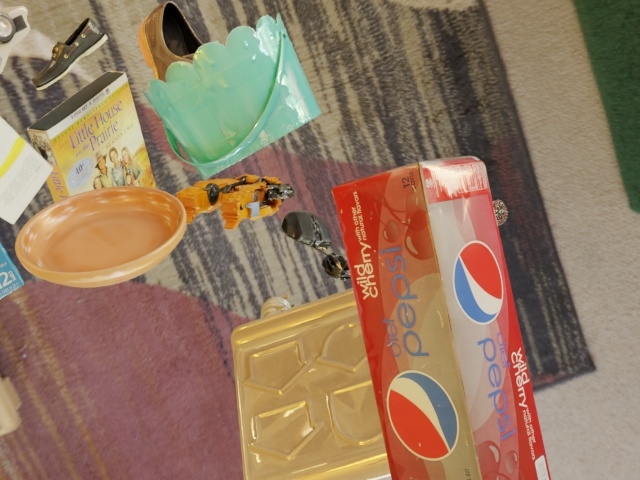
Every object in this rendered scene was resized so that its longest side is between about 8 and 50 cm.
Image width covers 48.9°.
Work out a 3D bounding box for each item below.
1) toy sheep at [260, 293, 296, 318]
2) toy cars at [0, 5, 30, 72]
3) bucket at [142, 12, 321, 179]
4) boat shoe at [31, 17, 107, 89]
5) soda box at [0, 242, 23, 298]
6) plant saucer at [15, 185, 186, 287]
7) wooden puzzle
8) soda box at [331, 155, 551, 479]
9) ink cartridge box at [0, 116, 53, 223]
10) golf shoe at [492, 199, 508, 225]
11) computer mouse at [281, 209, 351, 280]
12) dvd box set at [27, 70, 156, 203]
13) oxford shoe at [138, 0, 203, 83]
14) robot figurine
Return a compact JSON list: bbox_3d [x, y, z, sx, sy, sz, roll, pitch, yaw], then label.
[{"bbox_3d":[-0.114,0.191,1.846,0.091,0.132,0.091,4,111,11],"label":"toy sheep"},{"bbox_3d":[-0.430,-0.162,0.771,0.176,0.394,0.087,-15,121,4],"label":"toy cars"},{"bbox_3d":[-0.145,-0.239,1.211,0.281,0.281,0.183,-30,99,1],"label":"bucket"},{"bbox_3d":[-0.380,-0.277,1.047,0.133,0.049,0.042,-46,128,-10],"label":"boat shoe"},{"bbox_3d":[-0.340,0.053,0.522,0.210,0.067,0.071,-37,131,-28],"label":"soda box"},{"bbox_3d":[-0.260,-0.003,0.850,0.200,0.200,0.037,-7,123,-3],"label":"plant saucer"},{"bbox_3d":[0.006,0.282,1.285,0.322,0.348,0.080,-19,146,10],"label":"wooden puzzle"},{"bbox_3d":[0.091,0.074,0.528,0.083,0.092,0.263,-11,89,-42],"label":"soda box"},{"bbox_3d":[-0.733,-0.209,1.353,0.279,0.385,0.160,29,77,10],"label":"ink cartridge box"},{"bbox_3d":[0.423,-0.048,1.854,0.186,0.086,0.067,-39,104,-35],"label":"golf shoe"},{"bbox_3d":[0.000,0.000,1.068,0.071,0.242,0.041,16,104,-27],"label":"computer mouse"},{"bbox_3d":[-0.532,-0.160,1.730,0.062,0.307,0.420,10,129,19],"label":"dvd box set"},{"bbox_3d":[-0.294,-0.347,1.559,0.130,0.133,0.364,-28,95,-31],"label":"oxford shoe"},{"bbox_3d":[-0.181,-0.091,1.538,0.211,0.291,0.085,9,103,19],"label":"robot figurine"}]
